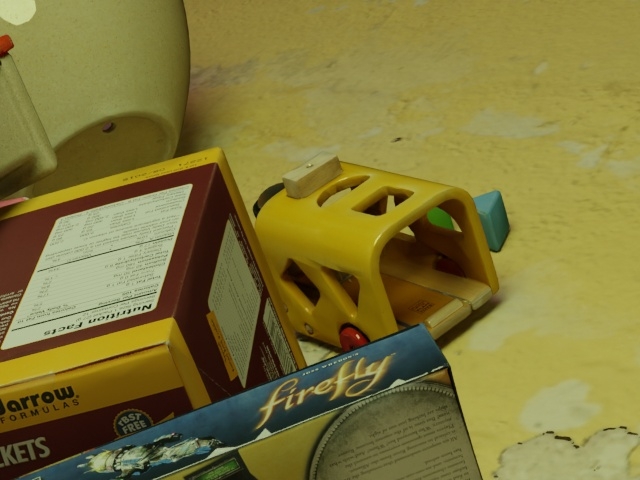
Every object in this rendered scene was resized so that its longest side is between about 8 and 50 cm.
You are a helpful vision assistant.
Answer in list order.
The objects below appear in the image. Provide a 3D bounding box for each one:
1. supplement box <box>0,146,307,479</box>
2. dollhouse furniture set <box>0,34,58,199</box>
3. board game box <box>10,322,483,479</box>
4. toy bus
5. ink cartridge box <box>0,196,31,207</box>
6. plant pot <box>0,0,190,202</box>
[{"bbox_3d":[-0.087,0.092,0.774,0.129,0.191,0.194,-15,26,12],"label":"supplement box"},{"bbox_3d":[-0.278,-0.044,0.857,0.259,0.135,0.262,-22,12,33],"label":"dollhouse furniture set"},{"bbox_3d":[-0.043,0.153,0.662,0.243,0.165,0.042,-20,26,-4],"label":"board game box"},{"bbox_3d":[0.011,0.000,0.985,0.202,0.104,0.191,-13,27,11],"label":"toy bus"},{"bbox_3d":[-0.325,0.088,1.024,0.283,0.117,0.207,-10,28,16],"label":"ink cartridge box"},{"bbox_3d":[-0.212,-0.123,1.236,0.284,0.284,0.191,-27,62,-16],"label":"plant pot"}]
